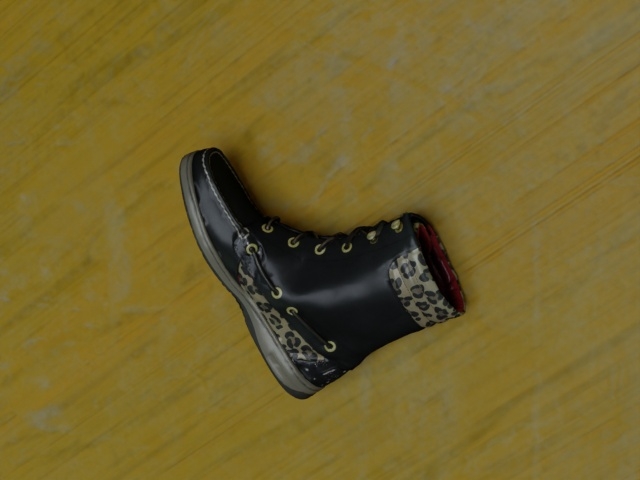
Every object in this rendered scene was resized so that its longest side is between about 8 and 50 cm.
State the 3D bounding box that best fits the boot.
[{"bbox_3d":[0.001,0.000,1.423,0.179,0.085,0.236,-26,95,24],"label":"boot"}]
